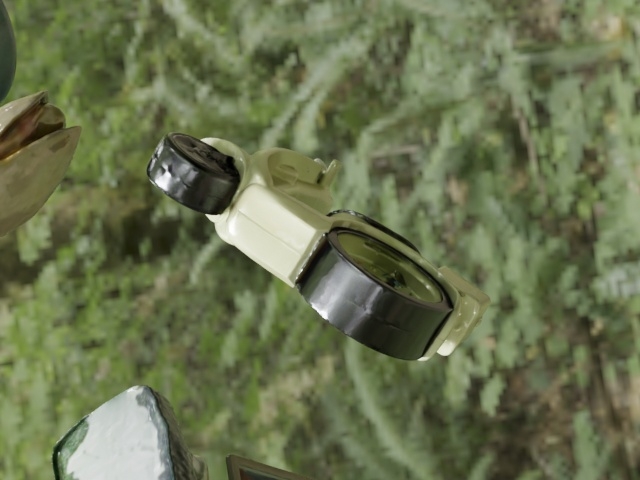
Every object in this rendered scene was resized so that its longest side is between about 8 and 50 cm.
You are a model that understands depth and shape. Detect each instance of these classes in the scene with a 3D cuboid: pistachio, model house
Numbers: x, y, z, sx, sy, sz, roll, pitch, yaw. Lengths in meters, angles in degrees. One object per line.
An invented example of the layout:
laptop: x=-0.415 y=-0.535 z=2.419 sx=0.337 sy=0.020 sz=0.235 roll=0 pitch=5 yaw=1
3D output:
pistachio: x=-0.387 y=-0.086 z=2.003 sx=0.144 sy=0.215 sz=0.144 roll=44 pitch=-172 yaw=-7
model house: x=-0.201 y=0.383 z=2.227 sx=0.301 sy=0.190 sz=0.271 roll=52 pitch=-173 yaw=-38

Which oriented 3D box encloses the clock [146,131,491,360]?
clock: x=0.000 y=0.000 z=1.875 sx=0.120 sy=0.379 sz=0.276 roll=-56 pitch=-17 yaw=16

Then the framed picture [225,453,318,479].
framed picture: x=-0.022 y=0.396 z=2.229 sx=0.250 sy=0.016 sz=0.184 roll=25 pitch=-139 yaw=-39

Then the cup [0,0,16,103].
cup: x=-0.408 y=-0.175 z=1.557 sx=0.150 sy=0.199 sz=0.199 roll=-47 pitch=-40 yaw=-50
